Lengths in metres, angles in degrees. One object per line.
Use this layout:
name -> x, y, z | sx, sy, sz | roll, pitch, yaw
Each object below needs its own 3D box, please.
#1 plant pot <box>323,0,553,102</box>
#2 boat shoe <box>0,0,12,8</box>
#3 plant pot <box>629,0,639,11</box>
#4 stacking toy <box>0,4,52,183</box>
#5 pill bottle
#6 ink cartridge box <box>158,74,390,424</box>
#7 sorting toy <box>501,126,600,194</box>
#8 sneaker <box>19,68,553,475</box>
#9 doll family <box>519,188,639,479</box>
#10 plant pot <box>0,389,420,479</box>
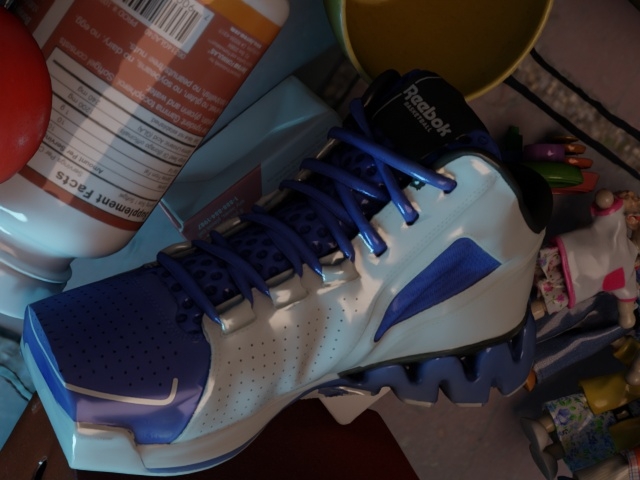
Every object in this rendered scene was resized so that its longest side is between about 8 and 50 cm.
plant pot -> 0.052, -0.153, 0.770 | 0.134, 0.095, 0.134 | -12, 120, -21
boat shoe -> -0.148, -0.151, 0.639 | 0.065, 0.083, 0.183 | 12, 92, -62
plant pot -> 0.272, -0.195, 0.802 | 0.237, 0.237, 0.254 | -46, 141, 1
stacking toy -> -0.166, -0.182, 0.559 | 0.141, 0.141, 0.330 | -11, 102, -22
pill bottle -> -0.122, -0.070, 0.709 | 0.121, 0.121, 0.216 | 31, 100, -36
ink cartridge box -> -0.002, 0.012, 0.850 | 0.115, 0.067, 0.198 | -38, 125, -4
sorting toy -> 0.149, -0.055, 0.898 | 0.102, 0.061, 0.042 | 9, 82, -67
sneaker -> 0.001, 0.000, 0.716 | 0.315, 0.127, 0.182 | -8, 127, -31
doll family -> 0.217, 0.077, 0.989 | 0.163, 0.118, 0.263 | -22, 106, -8
plant pot -> -0.092, 0.224, 0.815 | 0.235, 0.267, 0.267 | 28, 101, -24
